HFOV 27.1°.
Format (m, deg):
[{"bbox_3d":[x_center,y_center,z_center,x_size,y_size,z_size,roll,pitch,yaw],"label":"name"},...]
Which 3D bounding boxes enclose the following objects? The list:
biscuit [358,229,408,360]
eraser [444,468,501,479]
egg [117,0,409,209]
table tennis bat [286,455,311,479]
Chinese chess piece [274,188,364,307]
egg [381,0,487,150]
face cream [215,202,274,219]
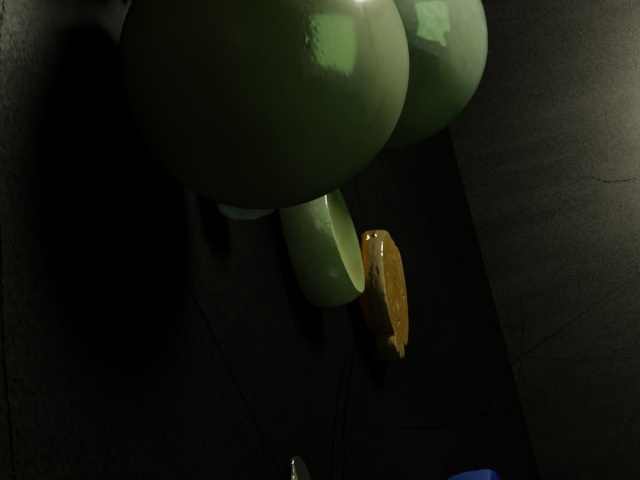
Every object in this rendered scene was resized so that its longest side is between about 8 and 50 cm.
[{"bbox_3d":[0.072,0.073,1.648,0.170,0.050,0.170,-8,90,-77],"label":"biscuit"},{"bbox_3d":[0.185,0.412,1.578,0.332,0.101,0.155,-61,134,-72],"label":"eraser"},{"bbox_3d":[-0.042,-0.133,1.013,0.269,0.219,0.219,-65,137,-79],"label":"egg"},{"bbox_3d":[-0.019,0.213,1.158,0.083,0.007,0.050,29,46,-75],"label":"table tennis bat"},{"bbox_3d":[0.000,0.000,1.402,0.144,0.058,0.144,-15,90,-79],"label":"Chinese chess piece"},{"bbox_3d":[0.064,-0.231,1.519,0.352,0.258,0.258,-73,145,-74],"label":"egg"},{"bbox_3d":[-0.082,-0.119,1.199,0.084,0.057,0.198,50,24,-63],"label":"face cream"}]
